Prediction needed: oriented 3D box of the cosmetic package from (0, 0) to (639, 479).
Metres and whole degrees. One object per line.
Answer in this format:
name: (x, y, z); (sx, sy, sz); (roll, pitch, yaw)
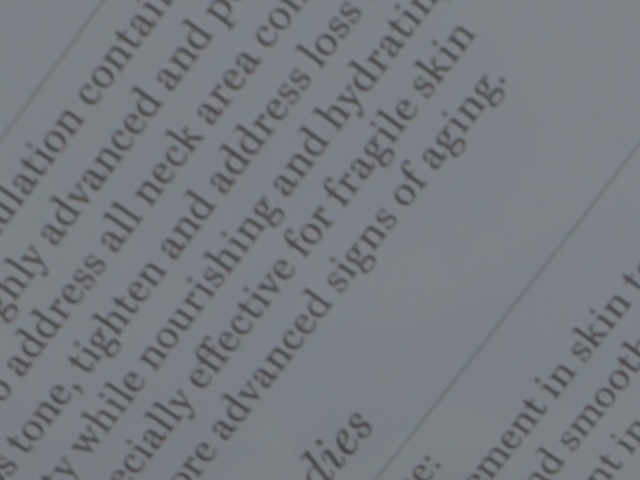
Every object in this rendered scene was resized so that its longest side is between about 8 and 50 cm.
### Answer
cosmetic package: (0.000, 0.000, 0.771); (0.329, 0.394, 0.327); (-52, 14, 8)
